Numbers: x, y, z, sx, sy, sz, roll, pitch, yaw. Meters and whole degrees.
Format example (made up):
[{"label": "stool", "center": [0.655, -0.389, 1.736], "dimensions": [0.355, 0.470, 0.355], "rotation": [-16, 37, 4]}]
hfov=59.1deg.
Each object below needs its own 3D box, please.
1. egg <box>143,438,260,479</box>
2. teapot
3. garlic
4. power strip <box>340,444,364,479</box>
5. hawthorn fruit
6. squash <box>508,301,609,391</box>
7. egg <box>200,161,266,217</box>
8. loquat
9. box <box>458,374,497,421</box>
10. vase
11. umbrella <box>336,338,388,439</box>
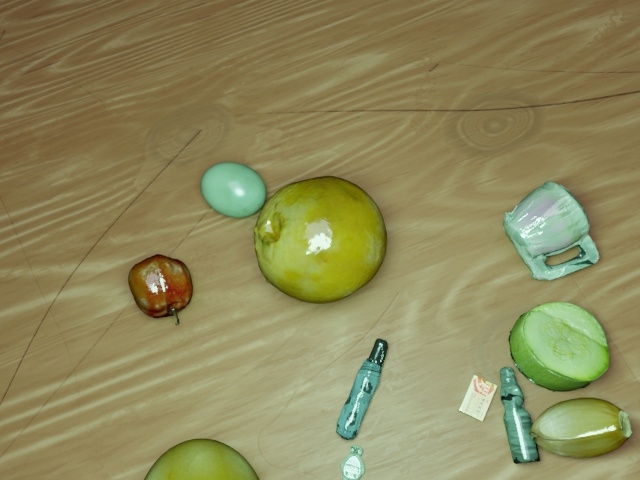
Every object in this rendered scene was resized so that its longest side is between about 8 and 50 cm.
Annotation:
[{"label": "egg", "center": [-0.247, 0.585, 1.174], "dimensions": [0.283, 0.282, 0.351], "rotation": [-27, 40, -3]}, {"label": "teapot", "center": [0.561, -0.018, 1.411], "dimensions": [0.178, 0.221, 0.163], "rotation": [-33, 27, 4]}, {"label": "garlic", "center": [0.557, 0.417, 1.232], "dimensions": [0.207, 0.128, 0.115], "rotation": [-14, 108, 9]}, {"label": "power strip", "center": [0.075, 0.514, 1.298], "dimensions": [0.055, 0.035, 0.083], "rotation": [10, 72, 12]}, {"label": "hawthorn fruit", "center": [-0.405, 0.135, 1.463], "dimensions": [0.157, 0.157, 0.193], "rotation": [-27, 73, -4]}, {"label": "squash", "center": [0.557, 0.231, 1.303], "dimensions": [0.220, 0.133, 0.220], "rotation": [-3, 61, 5]}, {"label": "egg", "center": [-0.241, -0.140, 1.555], "dimensions": [0.193, 0.149, 0.149], "rotation": [20, 71, 15]}, {"label": "loquat", "center": [0.000, 0.000, 1.375], "dimensions": [0.329, 0.328, 0.328], "rotation": [-3, 67, 7]}, {"label": "box", "center": [0.370, 0.370, 1.326], "dimensions": [0.058, 0.015, 0.093], "rotation": [24, 73, 19]}, {"label": "vase", "center": [0.444, 0.393, 1.282], "dimensions": [0.060, 0.060, 0.211], "rotation": [-8, 66, 5]}, {"label": "umbrella", "center": [0.103, 0.353, 1.353], "dimensions": [0.053, 0.052, 0.250], "rotation": [4, 64, 47]}]
